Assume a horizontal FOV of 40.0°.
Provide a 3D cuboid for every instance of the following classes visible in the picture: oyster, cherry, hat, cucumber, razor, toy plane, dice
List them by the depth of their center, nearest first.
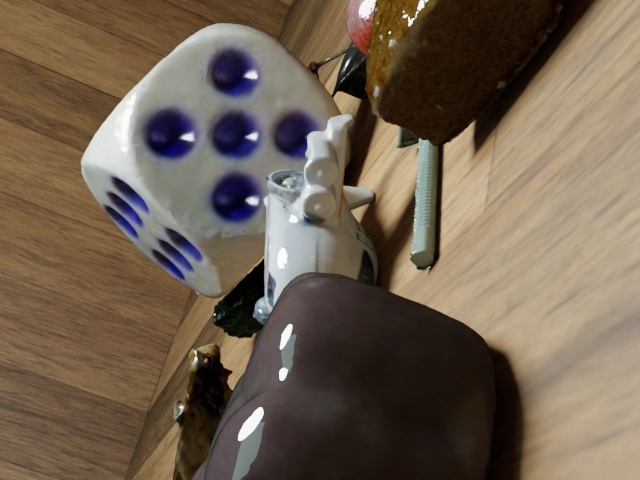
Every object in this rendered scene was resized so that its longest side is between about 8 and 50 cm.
[{"bbox_3d":[-0.082,0.225,0.691,0.128,0.079,0.344,-53,-28,-56],"label":"oyster"},{"bbox_3d":[0.086,-0.055,0.731,0.211,0.036,0.084,-89,-1,-47],"label":"razor"},{"bbox_3d":[0.000,0.000,0.823,0.245,0.118,0.244,-174,90,-85],"label":"toy plane"},{"bbox_3d":[0.051,-0.240,1.038,0.225,0.090,0.107,-41,36,40],"label":"cherry"},{"bbox_3d":[-0.125,-0.093,1.090,0.251,0.243,0.259,-47,7,-19],"label":"dice"},{"bbox_3d":[-0.079,0.071,1.142,0.265,0.077,0.077,134,155,-64],"label":"cucumber"},{"bbox_3d":[0.049,-0.214,1.149,0.121,0.050,0.121,-57,13,20],"label":"hat"}]

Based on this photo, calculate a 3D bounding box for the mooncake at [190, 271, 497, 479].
[{"bbox_3d":[0.001,0.133,0.513,0.245,0.133,0.244,-156,90,-87],"label":"mooncake"}]

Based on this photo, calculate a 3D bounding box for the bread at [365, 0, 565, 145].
[{"bbox_3d":[0.129,-0.277,0.734,0.165,0.113,0.416,124,163,-50],"label":"bread"}]
